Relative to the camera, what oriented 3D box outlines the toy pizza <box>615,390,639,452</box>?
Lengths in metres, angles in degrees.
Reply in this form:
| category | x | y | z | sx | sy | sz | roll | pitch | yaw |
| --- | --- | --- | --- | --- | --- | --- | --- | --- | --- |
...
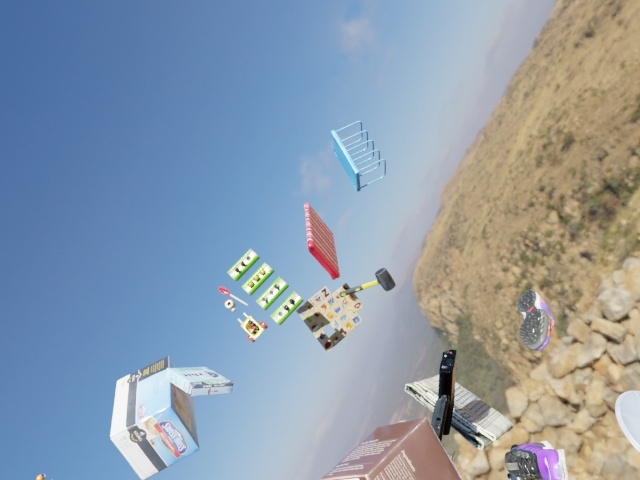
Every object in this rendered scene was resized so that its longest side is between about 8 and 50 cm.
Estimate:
| category | x | y | z | sx | sy | sz | roll | pitch | yaw |
| --- | --- | --- | --- | --- | --- | --- | --- | --- | --- |
| toy pizza | 0.736 | 0.420 | 1.197 | 0.201 | 0.201 | 0.032 | -54 | -14 | -49 |

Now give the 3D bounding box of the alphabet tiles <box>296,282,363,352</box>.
| category | x | y | z | sx | sy | sz | roll | pitch | yaw |
| --- | --- | --- | --- | --- | --- | --- | --- | --- | --- |
| alphabet tiles | 0.051 | 0.274 | 2.085 | 0.237 | 0.198 | 0.009 | -37 | 2 | -28 |

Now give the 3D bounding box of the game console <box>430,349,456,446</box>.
| category | x | y | z | sx | sy | sz | roll | pitch | yaw |
| --- | --- | --- | --- | --- | --- | --- | --- | --- | --- |
| game console | 0.325 | 0.465 | 1.458 | 0.361 | 0.044 | 0.213 | -48 | -41 | -61 |

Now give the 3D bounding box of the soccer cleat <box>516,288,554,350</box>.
| category | x | y | z | sx | sy | sz | roll | pitch | yaw |
| --- | --- | --- | --- | --- | --- | --- | --- | --- | --- |
| soccer cleat | 0.713 | 0.272 | 1.779 | 0.108 | 0.116 | 0.318 | -47 | 4 | 25 |

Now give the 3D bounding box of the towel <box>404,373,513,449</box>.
| category | x | y | z | sx | sy | sz | roll | pitch | yaw |
| --- | --- | --- | --- | --- | --- | --- | --- | --- | --- |
| towel | 0.469 | 0.550 | 1.829 | 0.324 | 0.312 | 0.056 | 8 | -67 | -56 |

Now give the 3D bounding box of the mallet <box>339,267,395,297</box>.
| category | x | y | z | sx | sy | sz | roll | pitch | yaw |
| --- | --- | --- | --- | --- | --- | --- | --- | --- | --- |
| mallet | 0.134 | 0.139 | 1.574 | 0.190 | 0.062 | 0.039 | -33 | 9 | 41 |

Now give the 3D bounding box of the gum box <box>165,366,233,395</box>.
| category | x | y | z | sx | sy | sz | roll | pitch | yaw |
| --- | --- | --- | --- | --- | --- | --- | --- | --- | --- |
| gum box | -0.412 | 0.476 | 1.863 | 0.157 | 0.184 | 0.041 | 10 | -90 | -43 |

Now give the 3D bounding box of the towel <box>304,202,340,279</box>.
| category | x | y | z | sx | sy | sz | roll | pitch | yaw |
| --- | --- | --- | --- | --- | --- | --- | --- | --- | --- |
| towel | 0.000 | 0.000 | 2.038 | 0.031 | 0.199 | 0.274 | -28 | 35 | 16 |

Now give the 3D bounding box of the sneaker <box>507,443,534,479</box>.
| category | x | y | z | sx | sy | sz | roll | pitch | yaw |
| --- | --- | --- | --- | --- | --- | --- | --- | --- | --- |
| sneaker | 0.725 | 0.867 | 2.030 | 0.084 | 0.234 | 0.097 | -21 | 5 | -38 |

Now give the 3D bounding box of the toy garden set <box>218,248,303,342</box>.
| category | x | y | z | sx | sy | sz | roll | pitch | yaw |
| --- | --- | --- | --- | --- | --- | --- | --- | --- | --- |
| toy garden set | -0.210 | 0.174 | 1.714 | 0.204 | 0.244 | 0.049 | -46 | -15 | -5 |

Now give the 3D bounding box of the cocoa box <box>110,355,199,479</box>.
| category | x | y | z | sx | sy | sz | roll | pitch | yaw |
| --- | --- | --- | --- | --- | --- | --- | --- | --- | --- |
| cocoa box | -0.604 | 0.640 | 2.026 | 0.228 | 0.231 | 0.347 | -26 | 24 | -6 |

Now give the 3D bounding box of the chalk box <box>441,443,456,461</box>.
| category | x | y | z | sx | sy | sz | roll | pitch | yaw |
| --- | --- | --- | --- | --- | --- | --- | --- | --- | --- |
| chalk box | 0.338 | 0.773 | 1.841 | 0.289 | 0.180 | 0.179 | 11 | -84 | -69 |

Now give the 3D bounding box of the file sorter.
| category | x | y | z | sx | sy | sz | roll | pitch | yaw |
| --- | --- | --- | --- | --- | --- | --- | --- | --- | --- |
| file sorter | 0.119 | -0.263 | 1.695 | 0.105 | 0.170 | 0.118 | -26 | -23 | -4 |

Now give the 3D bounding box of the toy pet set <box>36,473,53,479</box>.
| category | x | y | z | sx | sy | sz | roll | pitch | yaw |
| --- | --- | --- | --- | --- | --- | --- | --- | --- | --- |
| toy pet set | -0.630 | 0.599 | 1.314 | 0.065 | 0.122 | 0.114 | -55 | 3 | 4 |

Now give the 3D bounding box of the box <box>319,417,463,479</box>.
| category | x | y | z | sx | sy | sz | roll | pitch | yaw |
| --- | --- | --- | --- | --- | --- | --- | --- | --- | --- |
| box | 0.146 | 0.495 | 1.117 | 0.203 | 0.167 | 0.168 | -26 | -7 | -40 |

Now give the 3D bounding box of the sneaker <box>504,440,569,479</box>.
| category | x | y | z | sx | sy | sz | roll | pitch | yaw |
| --- | --- | --- | --- | --- | --- | --- | --- | --- | --- |
| sneaker | 0.594 | 0.629 | 1.531 | 0.293 | 0.146 | 0.102 | 52 | -148 | -73 |
